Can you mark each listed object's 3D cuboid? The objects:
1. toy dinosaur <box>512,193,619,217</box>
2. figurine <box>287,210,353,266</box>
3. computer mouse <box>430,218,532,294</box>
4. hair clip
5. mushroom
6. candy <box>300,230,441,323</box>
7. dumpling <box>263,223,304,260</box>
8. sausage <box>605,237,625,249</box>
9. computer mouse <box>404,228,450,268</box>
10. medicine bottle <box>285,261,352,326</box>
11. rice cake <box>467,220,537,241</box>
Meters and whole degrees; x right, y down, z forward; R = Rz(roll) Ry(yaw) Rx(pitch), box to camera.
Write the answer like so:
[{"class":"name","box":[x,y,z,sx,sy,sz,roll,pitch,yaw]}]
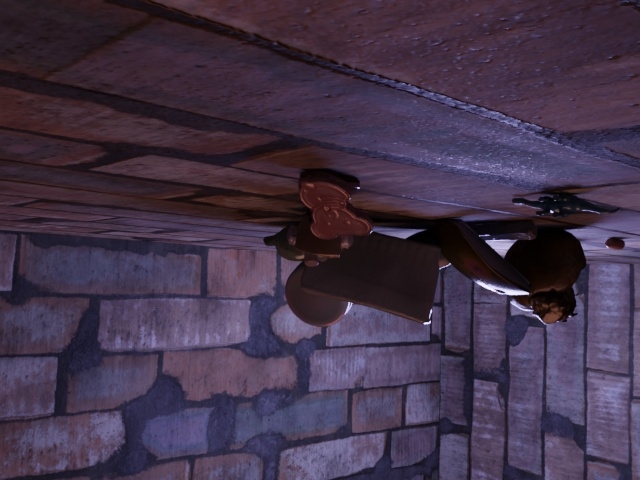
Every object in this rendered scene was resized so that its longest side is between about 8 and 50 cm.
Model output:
[{"class":"toy dinosaur","box":[0.442,-0.065,1.291,0.197,0.045,0.080,8,-167,37]},{"class":"figurine","box":[0.000,-0.004,1.674,0.162,0.141,0.237,7,176,-2]},{"class":"computer mouse","box":[0.412,0.057,1.825,0.310,0.072,0.158,40,164,-16]},{"class":"hair clip","box":[0.018,-0.059,1.177,0.123,0.102,0.138,-3,174,25]},{"class":"mushroom","box":[0.615,0.092,1.936,0.195,0.283,0.263,20,130,-28]},{"class":"candy","box":[0.141,0.083,1.884,0.358,0.208,0.145,14,174,10]},{"class":"dumpling","box":[-0.058,-0.010,2.049,0.219,0.108,0.153,8,-141,11]},{"class":"sausage","box":[0.907,0.010,2.164,0.083,0.034,0.034,7,174,-40]},{"class":"computer mouse","box":[0.270,0.048,2.079,0.373,0.114,0.203,-29,-177,41]},{"class":"medicine bottle","box":[0.038,0.112,2.155,0.202,0.202,0.316,1,-162,21]},{"class":"rice cake","box":[0.453,-0.022,1.846,0.055,0.049,0.269,30,161,-30]}]
